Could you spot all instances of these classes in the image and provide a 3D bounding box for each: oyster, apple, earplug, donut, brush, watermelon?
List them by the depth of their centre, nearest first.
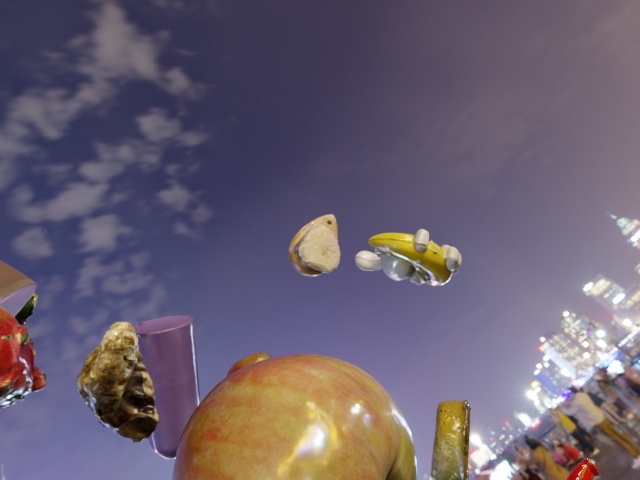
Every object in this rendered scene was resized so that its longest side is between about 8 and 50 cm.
[{"bbox_3d":[-0.030,0.242,0.411,0.257,0.234,0.257,-13,-75,-62],"label":"apple"},{"bbox_3d":[-0.456,0.349,0.954,0.166,0.094,0.294,-33,-71,-31],"label":"oyster"},{"bbox_3d":[0.365,0.577,1.149,0.272,0.107,0.272,1,-90,-69],"label":"donut"},{"bbox_3d":[-0.944,0.208,1.268,0.123,0.301,0.129,50,-121,-24],"label":"watermelon"},{"bbox_3d":[-0.497,0.489,1.344,0.215,0.215,0.456,-10,-86,-37],"label":"earplug"},{"bbox_3d":[0.000,0.000,1.491,0.267,0.174,0.166,-65,12,-23],"label":"brush"}]

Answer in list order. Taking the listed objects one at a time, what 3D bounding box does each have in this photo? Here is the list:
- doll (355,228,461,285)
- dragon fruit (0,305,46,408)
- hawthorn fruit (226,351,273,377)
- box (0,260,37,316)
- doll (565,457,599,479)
[{"bbox_3d":[0.223,0.045,1.038,0.252,0.237,0.111,111,174,-70],"label":"doll"},{"bbox_3d":[-0.594,0.169,0.674,0.198,0.269,0.200,-52,-25,-23],"label":"dragon fruit"},{"bbox_3d":[-0.319,0.664,1.870,0.301,0.268,0.268,-10,-44,-25],"label":"hawthorn fruit"},{"bbox_3d":[-0.843,0.140,0.909,0.301,0.216,0.301,-45,10,10],"label":"box"},{"bbox_3d":[0.420,0.582,0.740,0.384,0.188,0.099,-35,-68,-5],"label":"doll"}]
